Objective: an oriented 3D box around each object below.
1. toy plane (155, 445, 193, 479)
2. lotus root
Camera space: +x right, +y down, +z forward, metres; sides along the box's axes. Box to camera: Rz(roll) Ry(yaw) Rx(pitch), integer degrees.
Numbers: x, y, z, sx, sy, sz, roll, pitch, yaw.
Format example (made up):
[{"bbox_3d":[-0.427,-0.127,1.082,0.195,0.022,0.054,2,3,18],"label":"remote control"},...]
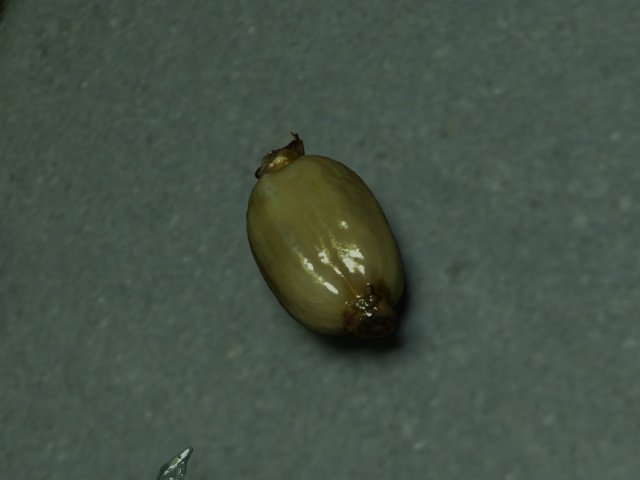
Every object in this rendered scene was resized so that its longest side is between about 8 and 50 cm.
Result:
[{"bbox_3d":[-0.074,0.205,0.870,0.226,0.058,0.226,-29,51,13],"label":"toy plane"},{"bbox_3d":[0.000,0.000,0.973,0.073,0.062,0.150,-29,47,-1],"label":"lotus root"}]
